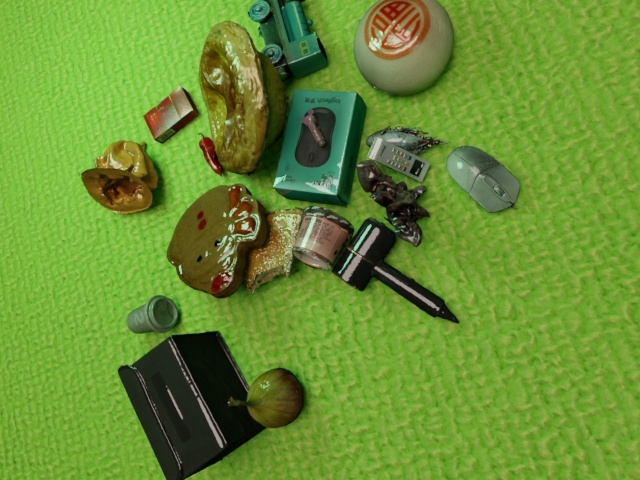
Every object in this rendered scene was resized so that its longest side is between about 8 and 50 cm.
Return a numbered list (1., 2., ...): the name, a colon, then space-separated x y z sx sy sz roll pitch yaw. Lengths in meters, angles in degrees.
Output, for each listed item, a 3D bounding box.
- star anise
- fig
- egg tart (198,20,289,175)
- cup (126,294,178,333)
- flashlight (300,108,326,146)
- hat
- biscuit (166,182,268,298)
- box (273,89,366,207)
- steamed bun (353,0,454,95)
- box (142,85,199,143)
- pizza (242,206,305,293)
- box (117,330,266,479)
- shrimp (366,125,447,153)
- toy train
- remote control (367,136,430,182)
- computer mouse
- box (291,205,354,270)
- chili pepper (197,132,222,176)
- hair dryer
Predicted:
1. star anise: 0.194 -0.110 1.312 0.129 0.212 0.282 -47 61 22
2. fig: -0.160 0.429 1.356 0.143 0.231 0.160 4 88 62
3. egg tart: -0.218 -0.408 1.465 0.443 0.178 0.442 33 129 54
4. cup: -0.532 0.239 1.579 0.141 0.120 0.119 -18 75 31
5. flashlight: -0.015 -0.305 1.380 0.052 0.031 0.110 -38 73 35
6. hat: -0.636 -0.246 1.689 0.234 0.244 0.233 18 55 -6
7. biscuit: -0.311 0.000 1.488 0.359 0.074 0.381 -39 47 15
8. box: 0.001 -0.268 1.447 0.205 0.118 0.311 10 85 24
9. steamed bun: 0.220 -0.551 1.375 0.283 0.177 0.282 -4 80 21
10. box: -0.506 -0.424 1.701 0.175 0.048 0.112 -34 71 13
11. pizza: -0.158 0.035 1.475 0.324 0.089 0.222 -24 66 18
12. box: -0.346 0.443 1.396 0.205 0.251 0.345 -38 72 11
13. shrimp: 0.238 -0.268 1.383 0.233 0.079 0.090 6 119 19
14. toy train: -0.103 -0.638 1.551 0.194 0.120 0.297 -18 75 10
15. remote control: 0.211 -0.219 1.357 0.166 0.029 0.065 23 95 -11
16. computer mouse: 0.417 -0.161 1.297 0.113 0.068 0.229 -48 69 10
17. box: 0.000 0.000 1.371 0.151 0.151 0.135 17 73 22
18. chili pepper: -0.353 -0.282 1.616 0.050 0.059 0.191 -31 69 6
19. hair dryer: 0.223 0.099 1.328 0.352 0.107 0.189 33 92 14
